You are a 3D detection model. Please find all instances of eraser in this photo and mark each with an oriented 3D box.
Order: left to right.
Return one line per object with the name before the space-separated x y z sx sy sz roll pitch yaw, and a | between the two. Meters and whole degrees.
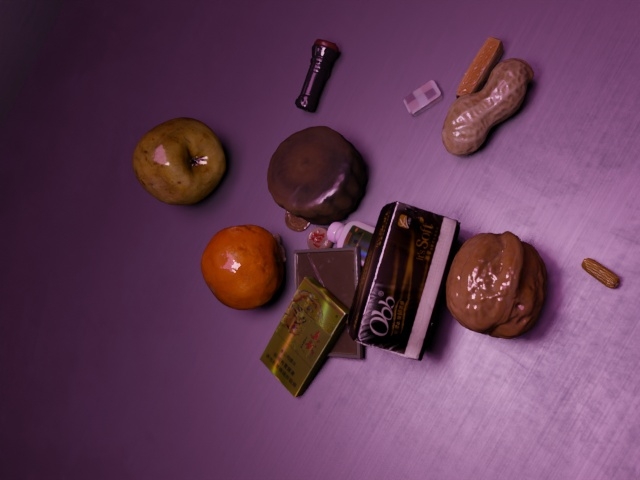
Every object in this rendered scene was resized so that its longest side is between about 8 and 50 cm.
eraser | 0.301 -0.417 1.663 0.105 0.026 0.065 -31 66 21

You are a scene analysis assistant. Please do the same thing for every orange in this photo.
orange | -0.234 0.082 1.714 0.261 0.261 0.260 -9 73 29

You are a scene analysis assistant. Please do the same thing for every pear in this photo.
pear | -0.490 -0.266 1.953 0.304 0.304 0.303 -9 73 29

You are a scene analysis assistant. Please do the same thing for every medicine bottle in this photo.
medicine bottle | 0.119 0.010 1.626 0.219 0.078 0.115 25 94 33

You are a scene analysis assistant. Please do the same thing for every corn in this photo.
corn | 0.649 0.075 1.316 0.037 0.037 0.092 -52 55 9

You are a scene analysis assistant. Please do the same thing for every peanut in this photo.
peanut | 0.437 -0.356 1.507 0.136 0.120 0.298 44 103 -6

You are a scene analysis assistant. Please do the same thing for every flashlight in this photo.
flashlight | -0.013 -0.534 1.854 0.093 0.093 0.231 19 92 33

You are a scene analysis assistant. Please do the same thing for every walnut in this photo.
walnut | 0.417 0.101 1.347 0.225 0.257 0.256 16 85 -2

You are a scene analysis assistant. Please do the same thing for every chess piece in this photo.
chess piece | -0.131 0.027 1.801 0.035 0.035 0.092 -33 66 20
chess piece | 0.000 0.000 1.725 0.084 0.038 0.083 -10 70 29

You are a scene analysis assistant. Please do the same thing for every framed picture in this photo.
framed picture | 0.016 0.177 1.631 0.232 0.024 0.314 -3 87 36

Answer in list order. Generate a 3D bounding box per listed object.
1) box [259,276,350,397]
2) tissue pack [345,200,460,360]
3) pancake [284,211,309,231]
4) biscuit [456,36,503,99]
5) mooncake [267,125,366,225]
box | -0.049 0.278 1.636 0.173 0.043 0.311 41 112 30
tissue pack | 0.209 0.092 1.440 0.198 0.210 0.369 17 89 -1
pancake | -0.068 -0.083 1.804 0.115 0.011 0.114 -7 75 28
biscuit | 0.443 -0.468 1.574 0.052 0.056 0.188 35 97 35
mooncake | -0.004 -0.189 1.700 0.291 0.161 0.290 -9 68 25
